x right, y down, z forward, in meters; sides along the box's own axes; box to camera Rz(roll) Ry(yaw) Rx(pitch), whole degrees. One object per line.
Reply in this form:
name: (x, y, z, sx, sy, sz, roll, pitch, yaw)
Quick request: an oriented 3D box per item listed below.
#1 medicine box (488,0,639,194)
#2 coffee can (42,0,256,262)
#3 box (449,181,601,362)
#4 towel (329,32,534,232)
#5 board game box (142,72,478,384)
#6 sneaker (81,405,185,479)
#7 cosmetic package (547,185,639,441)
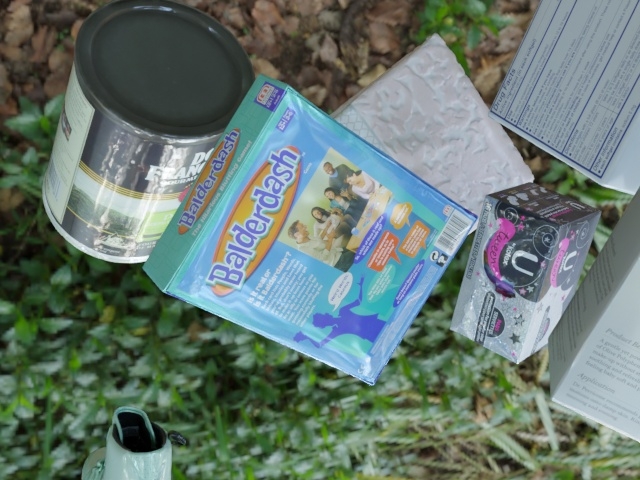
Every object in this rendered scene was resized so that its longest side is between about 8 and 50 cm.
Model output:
medicine box: (0.413, -0.231, 1.259, 0.149, 0.289, 0.263, 13, 110, -30)
coffee can: (-0.216, -0.125, 1.091, 0.202, 0.201, 0.275, 5, 148, -22)
box: (0.335, 0.050, 1.479, 0.163, 0.142, 0.247, -17, 125, -49)
towel: (0.186, -0.150, 1.618, 0.317, 0.053, 0.332, -39, 102, -12)
board game box: (0.000, 0.000, 0.662, 0.210, 0.047, 0.160, 30, 93, -37)
sneaker: (-0.225, 0.257, 1.077, 0.094, 0.256, 0.151, -3, 100, -26)
cosmetic package: (0.397, 0.027, 0.900, 0.197, 0.155, 0.365, 27, 113, 3)
